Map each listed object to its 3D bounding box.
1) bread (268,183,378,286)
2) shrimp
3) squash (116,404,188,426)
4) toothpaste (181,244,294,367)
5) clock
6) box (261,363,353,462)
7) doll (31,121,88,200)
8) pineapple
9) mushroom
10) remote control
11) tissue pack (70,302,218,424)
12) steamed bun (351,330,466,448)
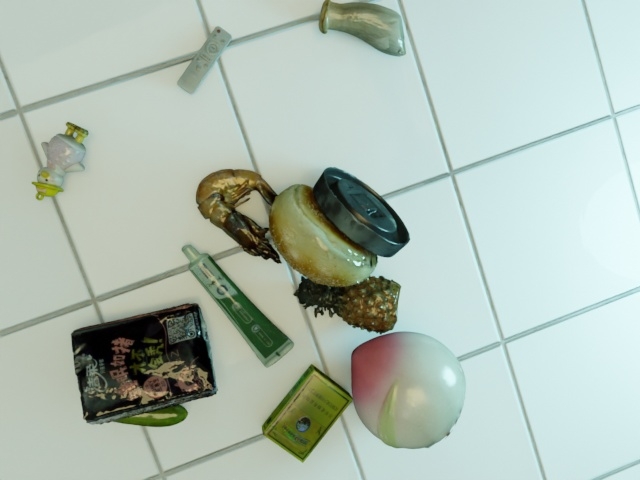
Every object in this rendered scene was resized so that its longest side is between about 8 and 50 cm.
[{"bbox_3d":[0.000,0.000,1.647,0.305,0.305,0.159,38,108,-11],"label":"bread"},{"bbox_3d":[-0.179,-0.073,1.720,0.289,0.075,0.178,39,86,2],"label":"shrimp"},{"bbox_3d":[-0.470,0.439,1.717,0.257,0.069,0.069,9,94,-8],"label":"squash"},{"bbox_3d":[-0.223,0.161,1.735,0.098,0.061,0.392,-40,103,-4],"label":"toothpaste"},{"bbox_3d":[0.100,-0.071,1.658,0.280,0.281,0.055,37,112,-11],"label":"clock"},{"bbox_3d":[-0.036,0.462,1.791,0.141,0.064,0.220,40,90,-11],"label":"box"},{"bbox_3d":[-0.634,-0.188,1.624,0.129,0.081,0.207,31,92,8],"label":"doll"},{"bbox_3d":[0.066,0.147,1.745,0.278,0.158,0.158,14,93,2],"label":"pineapple"},{"bbox_3d":[0.117,-0.551,1.704,0.246,0.108,0.096,14,53,-12],"label":"mushroom"},{"bbox_3d":[-0.291,-0.452,1.683,0.050,0.027,0.184,35,85,-12],"label":"remote control"},{"bbox_3d":[-0.435,0.301,1.662,0.332,0.123,0.245,-13,70,-10],"label":"tissue pack"},{"bbox_3d":[0.194,0.360,1.701,0.309,0.309,0.310,-1,96,-9],"label":"steamed bun"}]
